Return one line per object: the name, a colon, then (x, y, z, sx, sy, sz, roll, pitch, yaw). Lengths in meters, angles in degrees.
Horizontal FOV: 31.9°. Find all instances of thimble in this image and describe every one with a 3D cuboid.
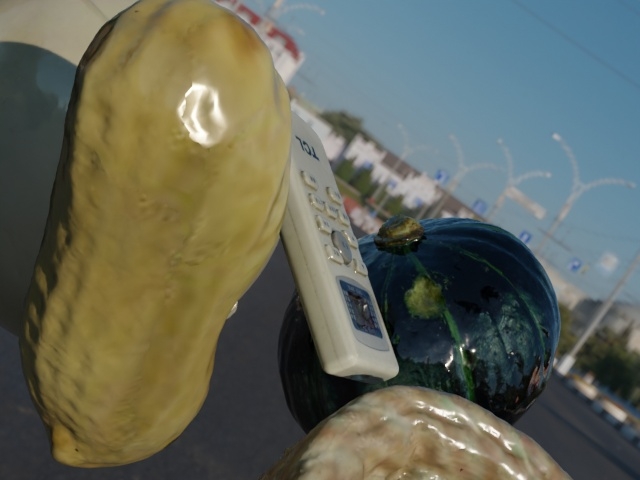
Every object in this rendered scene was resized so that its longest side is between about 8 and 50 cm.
thimble: (0.059, 0.205, 0.663, 0.229, 0.196, 0.148, 24, -35, -12)

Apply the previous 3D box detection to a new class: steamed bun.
steamed bun: (-0.186, -0.060, 0.963, 0.334, 0.334, 0.374, 36, -22, 2)

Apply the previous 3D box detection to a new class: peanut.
peanut: (-0.094, 0.006, 0.660, 0.147, 0.319, 0.147, 12, 32, -8)

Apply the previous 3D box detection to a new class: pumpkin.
pumpkin: (0.099, 0.091, 1.184, 0.315, 0.315, 0.238, -138, -152, -69)

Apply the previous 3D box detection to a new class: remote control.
remote control: (0.000, 0.000, 0.730, 0.087, 0.029, 0.190, 29, 39, -63)
